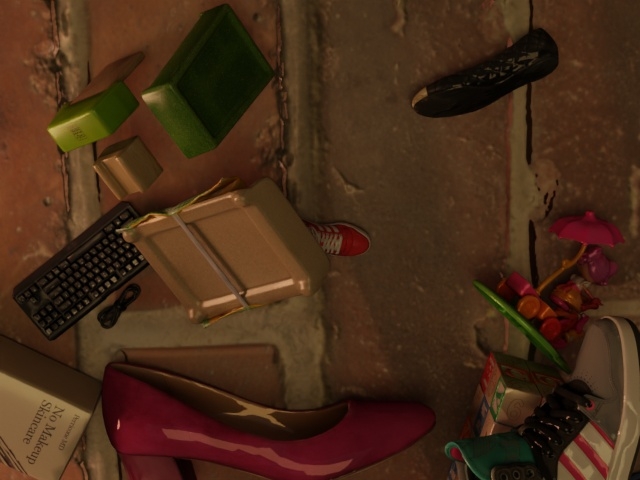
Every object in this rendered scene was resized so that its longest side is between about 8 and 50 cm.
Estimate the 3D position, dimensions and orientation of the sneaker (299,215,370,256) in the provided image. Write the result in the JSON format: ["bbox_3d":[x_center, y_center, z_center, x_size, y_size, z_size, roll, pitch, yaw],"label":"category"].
[{"bbox_3d":[0.000,0.000,1.398,0.119,0.067,0.042,12,104,-4],"label":"sneaker"}]

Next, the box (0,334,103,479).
[{"bbox_3d":[-0.400,0.168,1.419,0.275,0.094,0.113,25,103,-7],"label":"box"}]

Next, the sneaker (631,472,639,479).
[{"bbox_3d":[0.433,0.312,1.476,0.221,0.087,0.083,-35,102,7],"label":"sneaker"}]

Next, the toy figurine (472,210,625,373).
[{"bbox_3d":[0.286,0.047,1.405,0.159,0.130,0.173,-47,123,0],"label":"toy figurine"}]

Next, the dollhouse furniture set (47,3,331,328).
[{"bbox_3d":[-0.121,-0.073,1.358,0.198,0.151,0.301,-15,121,36],"label":"dollhouse furniture set"}]

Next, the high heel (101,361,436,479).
[{"bbox_3d":[-0.063,0.193,1.422,0.377,0.127,0.181,-14,98,-2],"label":"high heel"}]

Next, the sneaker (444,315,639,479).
[{"bbox_3d":[0.226,0.211,1.289,0.178,0.124,0.295,13,86,-14],"label":"sneaker"}]

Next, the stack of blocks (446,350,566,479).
[{"bbox_3d":[0.204,0.299,1.425,0.087,0.171,0.297,16,103,-5],"label":"stack of blocks"}]

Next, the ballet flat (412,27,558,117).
[{"bbox_3d":[0.183,-0.183,1.374,0.173,0.049,0.057,-22,148,5],"label":"ballet flat"}]

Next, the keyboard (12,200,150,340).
[{"bbox_3d":[-0.260,0.047,1.428,0.180,0.023,0.108,-38,102,9],"label":"keyboard"}]
